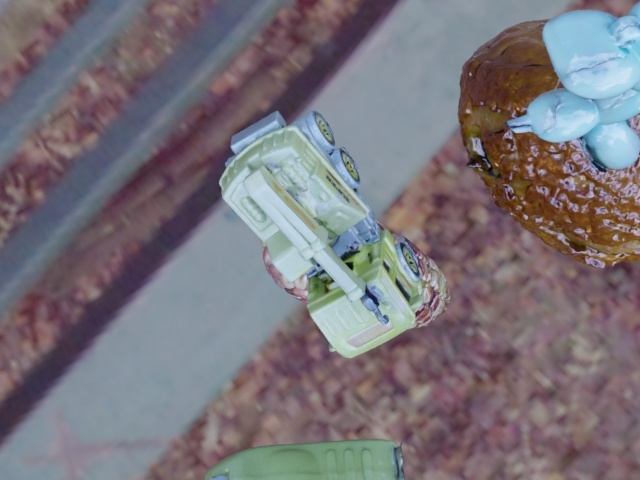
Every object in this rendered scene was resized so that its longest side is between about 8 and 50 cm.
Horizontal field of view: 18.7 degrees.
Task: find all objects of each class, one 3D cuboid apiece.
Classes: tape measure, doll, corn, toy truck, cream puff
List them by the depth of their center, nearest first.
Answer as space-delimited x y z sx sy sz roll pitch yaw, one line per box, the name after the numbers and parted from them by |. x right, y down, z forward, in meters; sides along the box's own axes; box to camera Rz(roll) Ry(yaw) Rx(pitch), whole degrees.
0.196 -0.107 1.244 0.159 0.059 0.159 4 150 -43 | doll
0.000 0.000 1.278 0.077 0.100 0.169 -27 111 16 | toy truck
0.271 -0.084 1.698 0.303 0.303 0.212 -6 106 -18 | cream puff
0.040 0.026 1.777 0.098 0.098 0.290 -56 153 7 | corn
-0.025 0.263 1.847 0.200 0.106 0.175 -4 143 -7 | tape measure
